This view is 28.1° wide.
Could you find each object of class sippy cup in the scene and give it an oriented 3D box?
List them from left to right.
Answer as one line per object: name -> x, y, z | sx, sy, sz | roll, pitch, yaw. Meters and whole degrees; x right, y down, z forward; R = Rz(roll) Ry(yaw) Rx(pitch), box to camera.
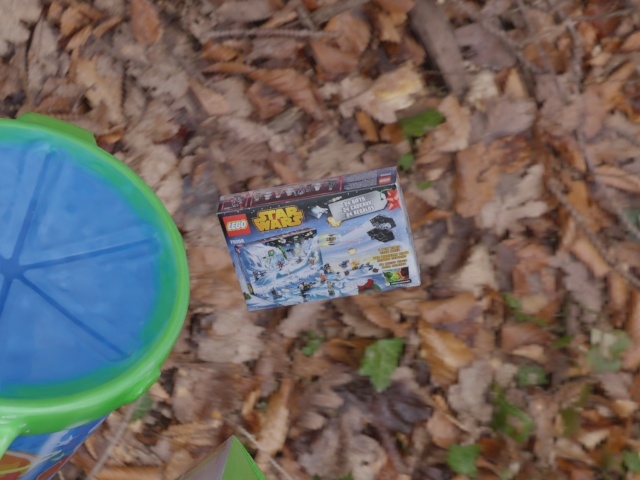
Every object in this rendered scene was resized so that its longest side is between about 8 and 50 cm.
sippy cup -> -0.232, 0.071, 0.896 | 0.240, 0.224, 0.305 | 45, 49, 11

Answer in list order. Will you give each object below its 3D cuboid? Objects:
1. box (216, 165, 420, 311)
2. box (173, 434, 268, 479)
box -> 0.000, 0.000, 0.963 | 0.137, 0.027, 0.094 | -9, 123, 10
box -> -0.124, 0.279, 0.942 | 0.231, 0.262, 0.126 | -36, 91, 0
